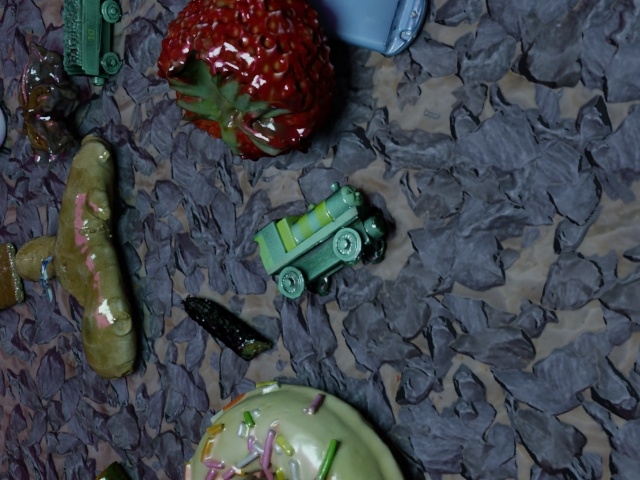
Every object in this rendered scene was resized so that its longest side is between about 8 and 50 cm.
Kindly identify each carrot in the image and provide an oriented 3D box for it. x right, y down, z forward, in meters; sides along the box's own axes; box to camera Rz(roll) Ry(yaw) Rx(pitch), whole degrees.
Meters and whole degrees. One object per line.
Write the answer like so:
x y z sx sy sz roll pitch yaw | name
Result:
-0.358 0.486 1.311 0.082 0.082 0.173 -45 72 27 | carrot

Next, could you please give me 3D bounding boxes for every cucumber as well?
-0.157 0.137 1.180 0.182 0.053 0.053 30 108 31 | cucumber

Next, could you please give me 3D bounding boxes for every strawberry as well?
-0.094 -0.257 1.025 0.261 0.261 0.257 12 61 33 | strawberry

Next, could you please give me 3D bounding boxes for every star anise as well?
-0.499 -0.251 1.352 0.214 0.099 0.219 -8 84 51 | star anise

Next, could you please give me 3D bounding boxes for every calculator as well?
0.052 -0.334 1.022 0.210 0.039 0.121 24 104 31 | calculator

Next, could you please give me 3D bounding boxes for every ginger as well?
-0.411 0.031 1.302 0.363 0.122 0.348 48 125 34 | ginger

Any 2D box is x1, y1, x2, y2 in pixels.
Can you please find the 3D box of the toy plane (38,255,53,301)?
-0.486 0.069 1.295 0.078 0.024 0.084 15 105 58 | toy plane

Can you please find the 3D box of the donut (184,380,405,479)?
-0.044 0.363 1.054 0.371 0.150 0.307 1 93 34 | donut

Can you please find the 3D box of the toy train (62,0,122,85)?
-0.407 -0.361 1.290 0.070 0.099 0.171 6 97 34 | toy train

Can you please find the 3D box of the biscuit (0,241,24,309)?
-0.709 0.091 1.557 0.237 0.026 0.131 -17 81 35 | biscuit

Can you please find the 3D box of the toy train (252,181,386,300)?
0.001 0.000 1.049 0.200 0.083 0.132 -34 71 29 | toy train

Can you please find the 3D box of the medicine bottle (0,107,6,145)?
-0.786 -0.225 1.520 0.255 0.152 0.151 -6 89 35 | medicine bottle
